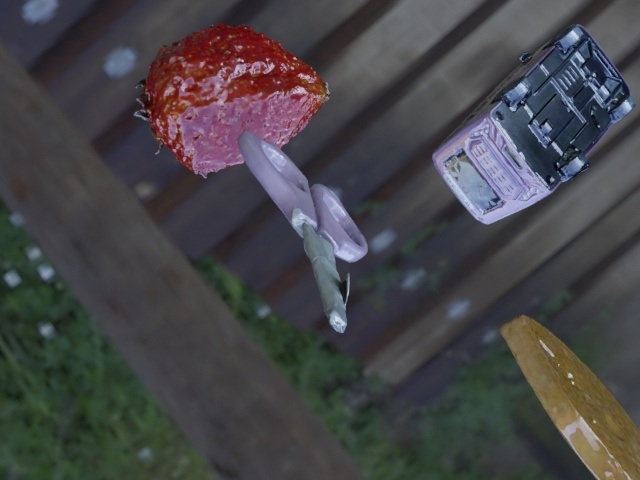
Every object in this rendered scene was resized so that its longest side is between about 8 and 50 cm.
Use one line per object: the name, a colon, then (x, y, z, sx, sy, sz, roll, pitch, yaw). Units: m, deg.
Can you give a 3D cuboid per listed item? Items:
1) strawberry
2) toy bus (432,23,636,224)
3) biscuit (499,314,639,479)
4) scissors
strawberry: (-0.084, -0.134, 1.776, 0.187, 0.146, 0.082, -3, -178, 0)
toy bus: (0.184, -0.100, 1.607, 0.108, 0.096, 0.199, -33, -172, 41)
biscuit: (0.204, 0.143, 1.367, 0.029, 0.220, 0.142, -39, -175, 15)
scissors: (0.000, 0.000, 1.089, 0.021, 0.110, 0.212, -44, -158, 11)
